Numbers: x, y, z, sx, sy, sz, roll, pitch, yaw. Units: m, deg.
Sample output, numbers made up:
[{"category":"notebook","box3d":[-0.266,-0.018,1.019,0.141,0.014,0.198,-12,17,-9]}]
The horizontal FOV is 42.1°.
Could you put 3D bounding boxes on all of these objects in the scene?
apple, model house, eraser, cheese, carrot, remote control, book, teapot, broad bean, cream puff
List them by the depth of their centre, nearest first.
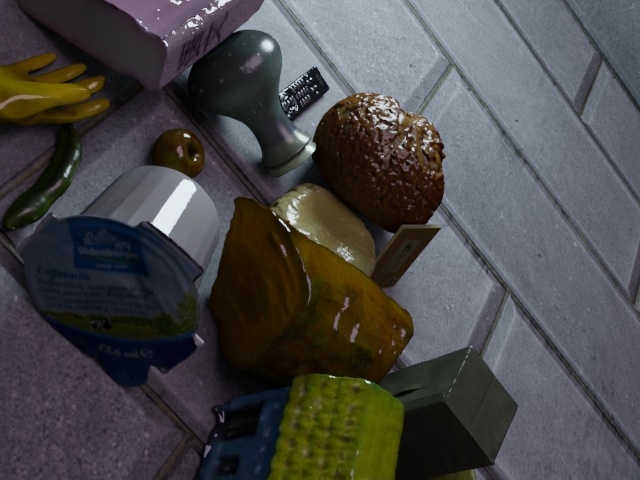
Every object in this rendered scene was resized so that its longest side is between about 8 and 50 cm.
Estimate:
[{"category":"model house","box3d":[-0.008,0.342,1.204,0.215,0.303,0.237,43,44,-30]},{"category":"broad bean","box3d":[-0.399,-0.099,1.227,0.069,0.039,0.227,18,51,-11]},{"category":"carrot","box3d":[-0.040,0.116,1.320,0.340,0.241,0.242,34,49,-29]},{"category":"apple","box3d":[-0.236,-0.141,1.386,0.089,0.074,0.090,22,56,-38]},{"category":"eraser","box3d":[-0.278,-0.428,1.403,0.272,0.122,0.359,31,44,4]},{"category":"teapot","box3d":[-0.113,-0.245,1.503,0.251,0.183,0.183,55,41,-23]},{"category":"cheese","box3d":[0.000,0.000,1.521,0.226,0.117,0.214,45,38,-12]},{"category":"cream puff","box3d":[0.127,-0.160,1.613,0.303,0.212,0.303,41,21,-19]},{"category":"book","box3d":[0.150,0.033,1.615,0.118,0.172,0.012,-2,47,-46]},{"category":"remote control","box3d":[-0.054,-0.283,1.680,0.063,0.025,0.245,54,42,-10]}]

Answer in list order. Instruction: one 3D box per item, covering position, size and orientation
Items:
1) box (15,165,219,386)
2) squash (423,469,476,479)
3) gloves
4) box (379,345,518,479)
[{"category":"box","box3d":[-0.248,0.036,1.191,0.206,0.262,0.291,-68,158,-52]},{"category":"squash","box3d":[0.233,0.455,1.509,0.123,0.123,0.187,27,52,-33]},{"category":"gloves","box3d":[-0.435,-0.222,1.211,0.133,0.116,0.294,55,37,6]},{"category":"box","box3d":[0.194,0.309,1.461,0.155,0.231,0.149,51,43,-11]}]
